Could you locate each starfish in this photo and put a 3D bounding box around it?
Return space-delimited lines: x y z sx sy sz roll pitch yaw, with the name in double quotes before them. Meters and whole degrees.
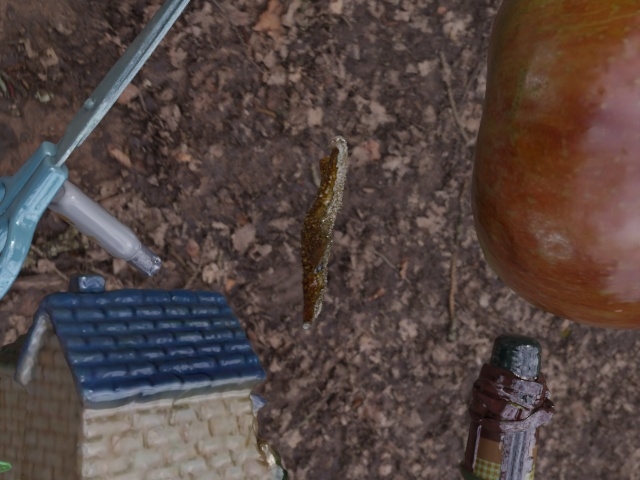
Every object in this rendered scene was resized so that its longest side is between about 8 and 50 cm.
"starfish" -0.001 0.000 0.829 0.043 0.227 0.240 8 128 5

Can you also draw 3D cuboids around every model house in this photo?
"model house" -0.327 0.253 1.233 0.395 0.445 0.400 -2 86 -43

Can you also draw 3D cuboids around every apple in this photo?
"apple" 0.246 -0.070 0.543 0.309 0.250 0.277 25 74 -71

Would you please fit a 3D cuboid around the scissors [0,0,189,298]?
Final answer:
"scissors" -0.269 -0.114 0.796 0.447 0.192 0.029 -47 130 13

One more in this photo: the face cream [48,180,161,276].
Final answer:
"face cream" -0.452 -0.021 1.539 0.071 0.144 0.291 -54 132 -10

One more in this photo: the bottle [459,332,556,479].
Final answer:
"bottle" 0.335 0.299 1.278 0.156 0.143 0.271 6 94 -52

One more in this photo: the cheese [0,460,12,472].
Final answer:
"cheese" -0.312 0.088 0.351 0.204 0.083 0.320 -25 141 32
